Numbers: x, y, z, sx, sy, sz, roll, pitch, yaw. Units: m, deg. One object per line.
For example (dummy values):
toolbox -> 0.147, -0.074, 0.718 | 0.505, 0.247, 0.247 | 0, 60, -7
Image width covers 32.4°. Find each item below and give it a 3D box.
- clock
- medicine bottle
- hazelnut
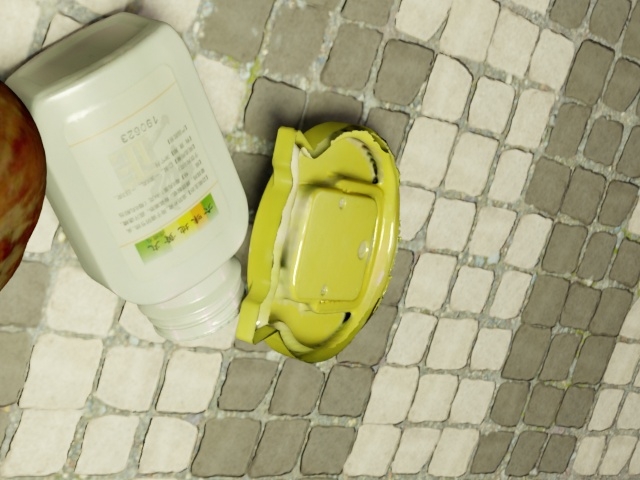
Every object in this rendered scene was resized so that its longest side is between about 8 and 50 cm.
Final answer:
clock -> -0.003, -0.001, 1.268 | 0.293, 0.071, 0.277 | 19, 85, -59
medicine bottle -> -0.175, -0.051, 1.112 | 0.179, 0.124, 0.324 | -38, 126, -25
hazelnut -> -0.342, -0.037, 0.926 | 0.218, 0.218, 0.234 | 12, 113, -40
